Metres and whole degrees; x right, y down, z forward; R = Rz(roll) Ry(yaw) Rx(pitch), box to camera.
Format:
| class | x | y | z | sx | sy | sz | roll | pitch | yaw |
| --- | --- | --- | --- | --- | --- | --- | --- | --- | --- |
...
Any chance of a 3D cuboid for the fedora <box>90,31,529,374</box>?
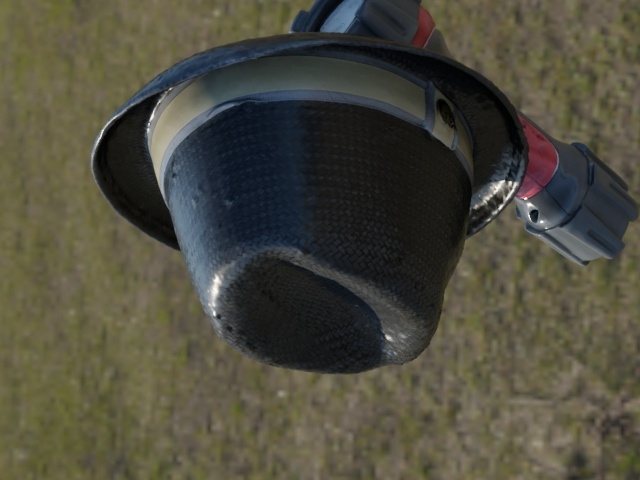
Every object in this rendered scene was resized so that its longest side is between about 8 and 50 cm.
| class | x | y | z | sx | sy | sz | roll | pitch | yaw |
| --- | --- | --- | --- | --- | --- | --- | --- | --- | --- |
| fedora | 0.000 | 0.000 | 1.060 | 0.334 | 0.334 | 0.152 | 128 | 143 | -55 |

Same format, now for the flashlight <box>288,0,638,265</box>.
| class | x | y | z | sx | sy | sz | roll | pitch | yaw |
| --- | --- | --- | --- | --- | --- | --- | --- | --- | --- |
| flashlight | 0.115 | -0.084 | 1.132 | 0.103 | 0.304 | 0.103 | -8 | 52 | 56 |
